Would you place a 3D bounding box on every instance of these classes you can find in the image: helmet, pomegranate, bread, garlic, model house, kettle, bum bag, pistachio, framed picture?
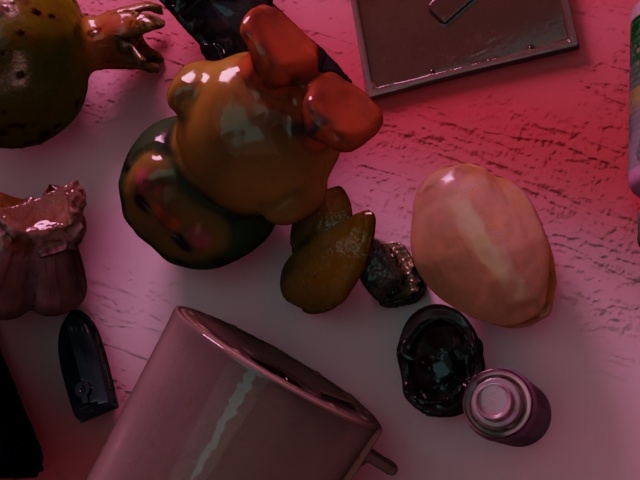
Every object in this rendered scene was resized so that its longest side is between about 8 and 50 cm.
[{"bbox_3d":[0.139,0.138,1.360,0.098,0.070,0.123,-8,71,23],"label":"helmet"},{"bbox_3d":[-0.346,-0.216,1.501,0.286,0.231,0.231,16,83,-2],"label":"pomegranate"},{"bbox_3d":[0.000,0.000,1.380,0.065,0.187,0.149,14,70,-21],"label":"bread"},{"bbox_3d":[-0.380,0.018,1.455,0.214,0.191,0.160,-6,70,-24],"label":"garlic"},{"bbox_3d":[0.077,0.035,1.392,0.066,0.083,0.079,-28,72,6],"label":"model house"},{"bbox_3d":[-0.093,0.317,1.326,0.361,0.250,0.377,31,90,-10],"label":"kettle"},{"bbox_3d":[-0.080,-0.243,1.493,0.137,0.074,0.310,-36,86,8],"label":"bum bag"},{"bbox_3d":[0.178,0.009,1.353,0.145,0.117,0.200,-30,79,9],"label":"pistachio"},{"bbox_3d":[0.163,-0.285,1.465,0.260,0.023,0.189,-13,76,12],"label":"framed picture"}]

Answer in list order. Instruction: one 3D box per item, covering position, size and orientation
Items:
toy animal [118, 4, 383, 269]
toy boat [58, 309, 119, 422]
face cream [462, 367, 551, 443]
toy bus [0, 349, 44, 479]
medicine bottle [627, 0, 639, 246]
[{"bbox_3d":[-0.086,-0.103,1.382,0.216,0.191,0.338,47,128,-1],"label":"toy animal"},{"bbox_3d":[-0.285,0.146,1.482,0.055,0.060,0.141,-24,67,9],"label":"toy boat"},{"bbox_3d":[0.191,0.171,1.256,0.075,0.229,0.075,-3,78,15],"label":"face cream"},{"bbox_3d":[-0.492,0.140,1.461,0.162,0.171,0.386,-32,69,10],"label":"toy bus"},{"bbox_3d":[0.396,-0.123,1.313,0.133,0.133,0.274,1,80,15],"label":"medicine bottle"}]
